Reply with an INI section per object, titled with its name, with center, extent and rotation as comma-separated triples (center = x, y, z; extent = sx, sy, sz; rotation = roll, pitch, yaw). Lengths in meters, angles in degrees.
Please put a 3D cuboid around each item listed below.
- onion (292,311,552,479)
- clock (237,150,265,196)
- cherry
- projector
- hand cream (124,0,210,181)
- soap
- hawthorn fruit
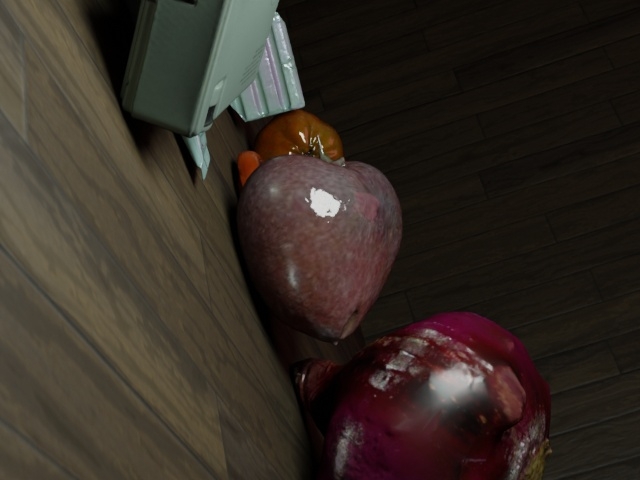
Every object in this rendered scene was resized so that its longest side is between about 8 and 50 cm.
[onion]
center = 0.103, 0.265, 1.472
extent = 0.420, 0.398, 0.398
rotation = 29, -19, 29
[clock]
center = -0.091, -0.049, 1.675
extent = 0.205, 0.051, 0.205
rotation = -19, 90, -85
[cherry]
center = 0.000, 0.000, 1.494
extent = 0.261, 0.221, 0.307
rotation = 2, 82, -44
[projector]
center = -0.123, -0.239, 1.122
extent = 0.256, 0.099, 0.192
rotation = -63, 172, -64
[hand cream]
center = -0.187, -0.237, 1.255
extent = 0.085, 0.058, 0.331
rotation = -98, 170, -64
[soap]
center = -0.126, -0.332, 1.810
extent = 0.091, 0.145, 0.230
rotation = -124, -160, -76
[hawthorn fruit]
center = -0.045, -0.159, 1.901
extent = 0.189, 0.189, 0.189
rotation = -18, 90, -85
